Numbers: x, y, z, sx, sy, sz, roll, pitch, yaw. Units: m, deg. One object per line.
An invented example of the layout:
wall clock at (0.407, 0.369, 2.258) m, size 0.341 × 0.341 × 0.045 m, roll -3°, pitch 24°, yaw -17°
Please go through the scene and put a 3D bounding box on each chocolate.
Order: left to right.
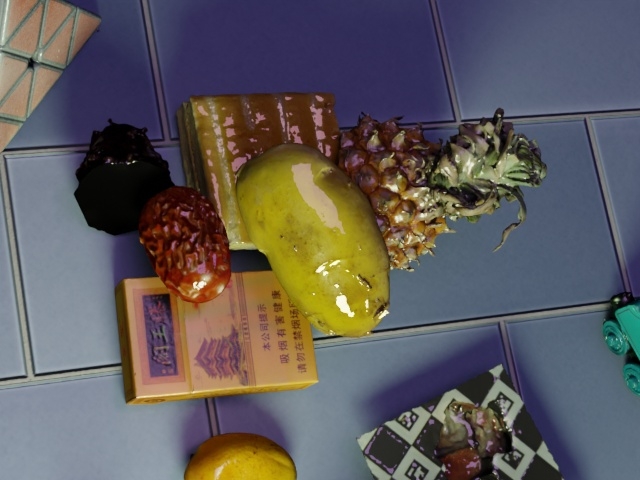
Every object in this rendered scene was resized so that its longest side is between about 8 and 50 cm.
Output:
chocolate at (-0.285, -0.110, 1.908) m, size 0.156 × 0.156 × 0.133 m, roll 7°, pitch 45°, yaw -19°

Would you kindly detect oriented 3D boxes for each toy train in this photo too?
toy train at (0.542, 0.166, 2.104) m, size 0.107 × 0.154 × 0.198 m, roll -24°, pitch 85°, yaw -22°

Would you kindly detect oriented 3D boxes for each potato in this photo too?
potato at (0.000, 0.000, 1.849) m, size 0.173 × 0.140 × 0.300 m, roll -28°, pitch 99°, yaw 8°

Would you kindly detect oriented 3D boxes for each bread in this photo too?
bread at (-0.078, -0.099, 1.972) m, size 0.239 × 0.111 × 0.246 m, roll -4°, pitch 78°, yaw -21°

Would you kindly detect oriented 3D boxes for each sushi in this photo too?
sushi at (0.220, 0.374, 1.974) m, size 0.294 × 0.059 × 0.292 m, roll -24°, pitch 83°, yaw -25°

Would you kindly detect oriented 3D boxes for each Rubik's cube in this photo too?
Rubik's cube at (-0.460, -0.284, 1.869) m, size 0.228 × 0.229 × 0.233 m, roll -29°, pitch 129°, yaw 10°

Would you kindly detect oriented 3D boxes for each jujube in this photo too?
jujube at (-0.186, 0.007, 1.832) m, size 0.109 × 0.112 × 0.176 m, roll 0°, pitch 49°, yaw -40°

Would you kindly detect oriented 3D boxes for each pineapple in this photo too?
pineapple at (0.193, -0.096, 1.937) m, size 0.262 × 0.272 × 0.262 m, roll 20°, pitch 64°, yaw -49°

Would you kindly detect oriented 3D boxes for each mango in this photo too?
mango at (-0.113, 0.324, 1.849) m, size 0.165 × 0.089 × 0.115 m, roll -17°, pitch 83°, yaw -27°

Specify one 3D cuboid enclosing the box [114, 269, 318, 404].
box at (-0.151, 0.138, 1.896) m, size 0.274 × 0.076 × 0.174 m, roll -2°, pitch 74°, yaw -21°
